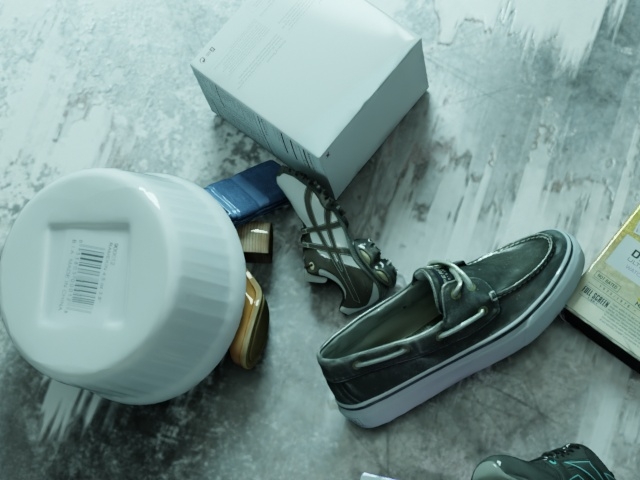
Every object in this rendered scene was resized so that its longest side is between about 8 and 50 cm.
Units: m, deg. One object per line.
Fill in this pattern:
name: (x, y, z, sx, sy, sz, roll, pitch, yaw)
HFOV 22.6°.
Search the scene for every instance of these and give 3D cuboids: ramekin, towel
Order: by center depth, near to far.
ramekin: (-0.237, 0.047, 1.844, 0.277, 0.135, 0.277, -5, 78, 26)
towel: (-0.085, -0.055, 1.930, 0.119, 0.029, 0.067, -26, 58, -36)

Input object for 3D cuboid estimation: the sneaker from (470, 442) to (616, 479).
sneaker: (0.242, 0.265, 1.701, 0.101, 0.267, 0.106, -20, 56, 32)

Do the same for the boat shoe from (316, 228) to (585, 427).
boat shoe: (0.148, 0.081, 1.812, 0.335, 0.119, 0.121, -36, 34, -5)

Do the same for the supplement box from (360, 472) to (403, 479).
supplement box: (0.099, 0.327, 1.700, 0.111, 0.220, 0.114, 8, 71, 10)

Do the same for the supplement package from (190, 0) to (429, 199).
supplement package: (-0.009, -0.198, 1.933, 0.203, 0.149, 0.194, 37, 80, 18)

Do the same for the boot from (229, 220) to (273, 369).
boot: (-0.137, 0.063, 1.905, 0.152, 0.073, 0.197, 0, 59, 7)

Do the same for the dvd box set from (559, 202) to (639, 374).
dvd box set: (0.520, 0.008, 1.836, 0.307, 0.062, 0.420, 36, 80, 18)

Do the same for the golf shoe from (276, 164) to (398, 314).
golf shoe: (0.000, 0.000, 1.894, 0.094, 0.077, 0.198, -41, 81, 3)
